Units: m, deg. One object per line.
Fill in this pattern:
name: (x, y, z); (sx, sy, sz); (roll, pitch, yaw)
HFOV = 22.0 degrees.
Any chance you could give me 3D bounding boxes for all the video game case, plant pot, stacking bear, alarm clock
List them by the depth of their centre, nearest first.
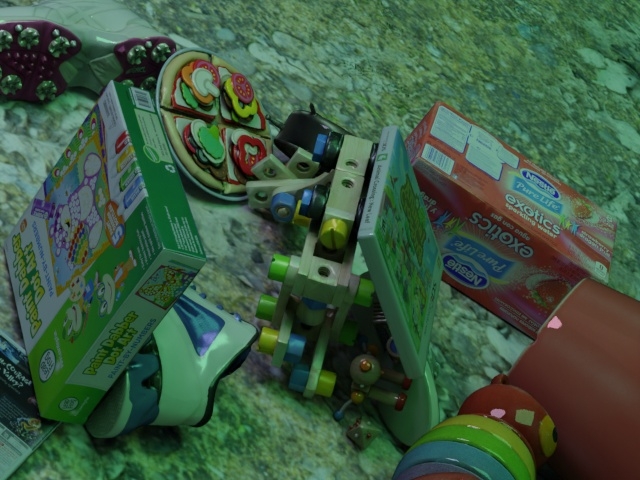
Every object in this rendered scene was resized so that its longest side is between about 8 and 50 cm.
video game case: (-0.352, 0.145, 1.611); (0.190, 0.022, 0.173); (39, 38, 2)
stacking bear: (0.173, 0.260, 1.811); (0.289, 0.164, 0.175); (-47, 125, -53)
video game case: (0.092, 0.012, 1.830); (0.193, 0.023, 0.212); (-75, 152, -48)
plant pot: (0.359, 0.191, 1.974); (0.243, 0.275, 0.275); (37, 37, 12)
alarm clock: (0.018, -0.106, 2.097); (0.129, 0.064, 0.192); (27, -11, 37)

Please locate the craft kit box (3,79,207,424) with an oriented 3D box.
craft kit box: (-0.223, 0.011, 1.646); (0.061, 0.247, 0.250); (13, 37, -33)

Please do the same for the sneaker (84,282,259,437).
sneaker: (-0.172, 0.077, 1.760); (0.182, 0.127, 0.316); (13, 51, -35)

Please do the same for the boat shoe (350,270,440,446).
boat shoe: (0.105, 0.138, 1.943); (0.081, 0.079, 0.227); (14, 49, -46)

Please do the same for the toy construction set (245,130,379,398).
toy construction set: (0.000, 0.000, 1.905); (0.151, 0.215, 0.328); (5, 42, -12)

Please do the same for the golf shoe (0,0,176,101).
golf shoe: (-0.321, -0.242, 1.973); (0.306, 0.115, 0.140); (2, 41, -48)

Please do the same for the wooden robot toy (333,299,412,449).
wooden robot toy: (0.064, 0.144, 1.850); (0.076, 0.079, 0.173); (14, 73, 11)

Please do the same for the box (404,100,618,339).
box: (0.225, -0.024, 2.156); (0.300, 0.142, 0.154); (33, 38, -9)

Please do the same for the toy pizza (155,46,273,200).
toy pizza: (-0.122, -0.146, 2.027); (0.201, 0.032, 0.201); (26, 54, -42)
